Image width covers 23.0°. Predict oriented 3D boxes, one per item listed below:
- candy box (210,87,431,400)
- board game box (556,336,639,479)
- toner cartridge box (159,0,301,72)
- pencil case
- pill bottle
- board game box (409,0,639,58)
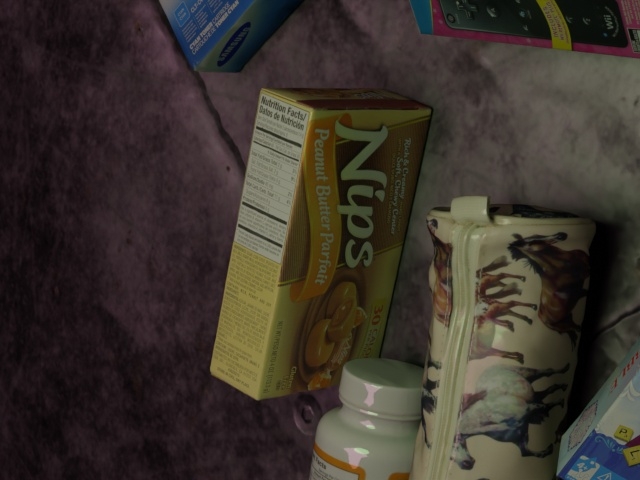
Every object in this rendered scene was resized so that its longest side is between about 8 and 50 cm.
[{"bbox_3d":[0.000,0.000,1.663,0.087,0.183,0.317,24,110,40],"label":"candy box"},{"bbox_3d":[0.403,0.140,1.232,0.318,0.066,0.318,29,120,-2],"label":"board game box"},{"bbox_3d":[-0.057,-0.357,1.767,0.348,0.075,0.165,-44,63,38],"label":"toner cartridge box"},{"bbox_3d":[0.161,0.153,1.515,0.159,0.183,0.410,12,101,30],"label":"pencil case"},{"bbox_3d":[0.056,0.255,1.662,0.136,0.136,0.246,21,108,42],"label":"pill bottle"},{"bbox_3d":[0.199,-0.289,1.430,0.303,0.097,0.224,15,137,45],"label":"board game box"}]
